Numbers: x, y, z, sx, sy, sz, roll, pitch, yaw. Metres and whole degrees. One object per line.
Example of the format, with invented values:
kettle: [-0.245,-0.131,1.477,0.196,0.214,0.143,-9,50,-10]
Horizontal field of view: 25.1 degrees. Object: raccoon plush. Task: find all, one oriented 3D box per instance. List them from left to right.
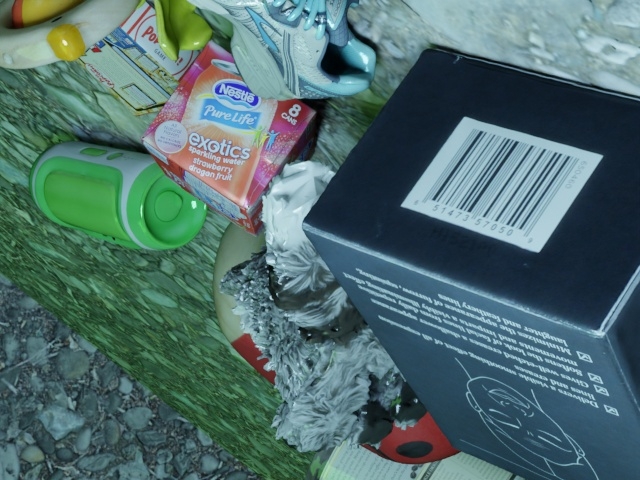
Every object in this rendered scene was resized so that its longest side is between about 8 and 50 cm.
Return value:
raccoon plush: [0.000,0.000,1.464,0.446,0.216,0.299,88,157,-45]

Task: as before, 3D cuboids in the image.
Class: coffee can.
coffee can: [0.143,0.359,2.144,0.275,0.201,0.201,31,161,14]

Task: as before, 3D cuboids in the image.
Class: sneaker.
sneaker: [-0.031,-0.217,1.217,0.122,0.110,0.283,11,159,29]

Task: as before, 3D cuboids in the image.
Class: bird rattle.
bird rattle: [-0.242,-0.238,1.375,0.254,0.207,0.143,12,133,33]

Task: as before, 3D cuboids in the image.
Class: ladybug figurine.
ladybug figurine: [0.037,0.146,1.866,0.449,0.162,0.305,36,162,-3]

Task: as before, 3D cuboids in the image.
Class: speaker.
speaker: [-0.282,-0.064,1.970,0.297,0.131,0.131,14,152,49]

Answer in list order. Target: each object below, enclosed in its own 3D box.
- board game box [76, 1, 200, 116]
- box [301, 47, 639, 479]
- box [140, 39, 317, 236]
board game box: [-0.212,-0.208,1.612,0.147,0.045,0.193,43,161,-23]
box: [0.218,0.060,1.248,0.294,0.212,0.395,21,156,37]
box: [-0.087,-0.097,1.469,0.128,0.122,0.257,35,175,3]
